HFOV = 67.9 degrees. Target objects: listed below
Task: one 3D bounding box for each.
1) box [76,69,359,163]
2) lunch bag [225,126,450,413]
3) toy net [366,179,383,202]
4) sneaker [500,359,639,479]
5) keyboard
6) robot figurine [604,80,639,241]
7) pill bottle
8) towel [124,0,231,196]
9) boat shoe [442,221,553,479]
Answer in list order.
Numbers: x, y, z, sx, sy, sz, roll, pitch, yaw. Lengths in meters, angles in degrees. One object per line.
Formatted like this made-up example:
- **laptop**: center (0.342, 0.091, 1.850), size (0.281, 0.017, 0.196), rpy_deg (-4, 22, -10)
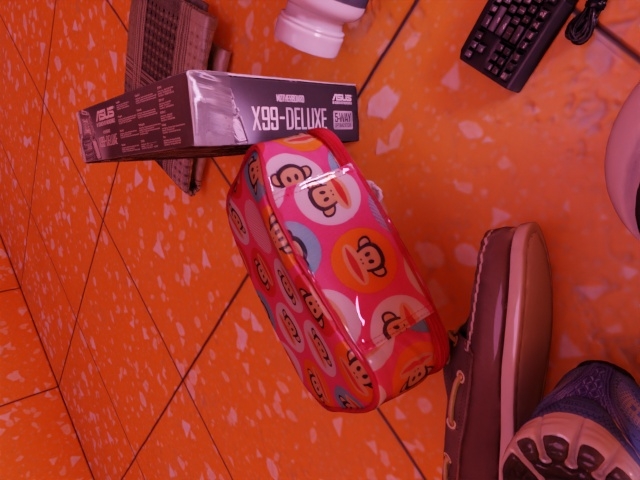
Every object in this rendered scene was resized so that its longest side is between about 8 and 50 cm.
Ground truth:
- **box**: center (-0.143, -0.152, 0.631), size (0.308, 0.243, 0.076), rpy_deg (5, 103, 46)
- **lunch bag**: center (-0.007, 0.049, 0.547), size (0.292, 0.120, 0.258), rpy_deg (63, 154, 10)
- **toy net**: center (0.000, 0.000, 0.661), size (0.232, 0.045, 0.122), rpy_deg (-34, 75, 44)
- **sneaker**: center (0.250, 0.244, 0.411), size (0.130, 0.147, 0.329), rpy_deg (11, 126, 41)
- **keyboard**: center (0.205, -0.224, 0.417), size (0.108, 0.023, 0.180), rpy_deg (47, 129, 28)
- **robot figurine**: center (0.278, -0.019, 0.232), size (0.278, 0.174, 0.209), rpy_deg (-101, 22, -57)
- **pill bottle**: center (0.012, -0.308, 0.532), size (0.108, 0.108, 0.180), rpy_deg (45, 128, 30)
- **towel**: center (-0.282, -0.295, 0.888), size (0.312, 0.056, 0.324), rpy_deg (42, 128, 35)
- **boat shoe**: center (0.169, 0.138, 0.475), size (0.097, 0.117, 0.323), rpy_deg (8, 111, 41)
